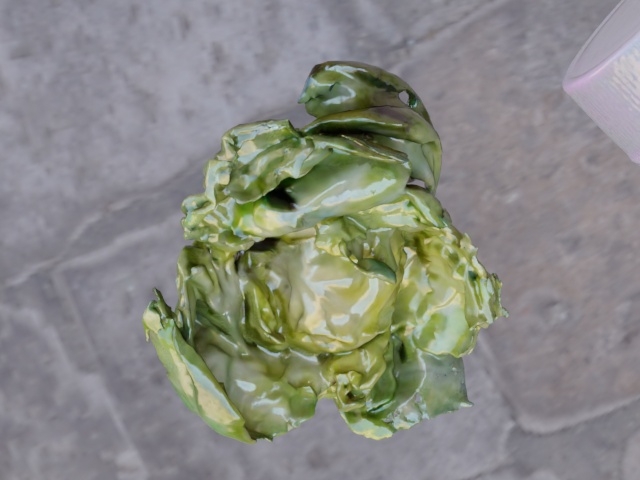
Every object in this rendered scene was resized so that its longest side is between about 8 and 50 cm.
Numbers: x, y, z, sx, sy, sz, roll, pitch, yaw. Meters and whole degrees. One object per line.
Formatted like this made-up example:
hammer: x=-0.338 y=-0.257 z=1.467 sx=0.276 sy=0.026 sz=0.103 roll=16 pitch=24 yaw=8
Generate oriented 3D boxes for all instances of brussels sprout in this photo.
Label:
brussels sprout: x=0.000 y=0.000 z=0.383 sx=0.085 sy=0.085 sz=0.058 roll=-57 pitch=45 yaw=29

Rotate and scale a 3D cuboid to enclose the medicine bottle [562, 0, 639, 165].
medicine bottle: x=0.354 y=-0.083 z=1.325 sx=0.302 sy=0.241 sz=0.241 roll=43 pitch=122 yaw=-7
